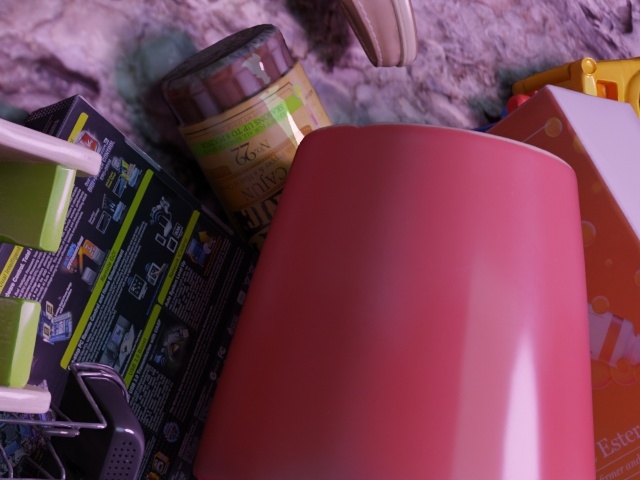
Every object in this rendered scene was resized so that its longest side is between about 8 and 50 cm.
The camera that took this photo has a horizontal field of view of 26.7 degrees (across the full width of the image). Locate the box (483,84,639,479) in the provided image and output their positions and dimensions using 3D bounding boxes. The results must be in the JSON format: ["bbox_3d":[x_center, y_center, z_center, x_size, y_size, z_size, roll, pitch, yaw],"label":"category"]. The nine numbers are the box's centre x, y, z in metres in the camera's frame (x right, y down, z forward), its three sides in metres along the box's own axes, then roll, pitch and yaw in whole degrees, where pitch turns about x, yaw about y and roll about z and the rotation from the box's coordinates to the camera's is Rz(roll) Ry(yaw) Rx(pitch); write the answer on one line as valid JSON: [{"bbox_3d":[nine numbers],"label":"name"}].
[{"bbox_3d":[0.228,0.075,1.133,0.168,0.215,0.345,2,55,-54],"label":"box"}]

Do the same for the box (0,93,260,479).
[{"bbox_3d":[-0.156,0.071,0.918,0.216,0.060,0.270,42,51,-32],"label":"box"}]

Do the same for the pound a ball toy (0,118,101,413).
[{"bbox_3d":[-0.254,-0.043,0.679,0.136,0.319,0.208,16,83,-46],"label":"pound a ball toy"}]

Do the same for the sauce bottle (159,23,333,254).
[{"bbox_3d":[0.000,0.000,1.071,0.111,0.111,0.344,-46,113,-44],"label":"sauce bottle"}]

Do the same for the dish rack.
[{"bbox_3d":[-0.235,0.165,0.734,0.272,0.074,0.208,9,105,-36],"label":"dish rack"}]

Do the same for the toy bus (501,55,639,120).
[{"bbox_3d":[0.272,-0.081,1.386,0.211,0.149,0.220,-1,83,-35],"label":"toy bus"}]

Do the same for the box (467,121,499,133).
[{"bbox_3d":[0.201,-0.035,1.305,0.042,0.109,0.178,-31,103,-46],"label":"box"}]

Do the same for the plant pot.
[{"bbox_3d":[0.064,0.061,0.919,0.275,0.275,0.243,17,76,-45],"label":"plant pot"}]

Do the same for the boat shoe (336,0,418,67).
[{"bbox_3d":[-0.015,-0.271,1.150,0.098,0.109,0.302,-31,107,-7],"label":"boat shoe"}]
